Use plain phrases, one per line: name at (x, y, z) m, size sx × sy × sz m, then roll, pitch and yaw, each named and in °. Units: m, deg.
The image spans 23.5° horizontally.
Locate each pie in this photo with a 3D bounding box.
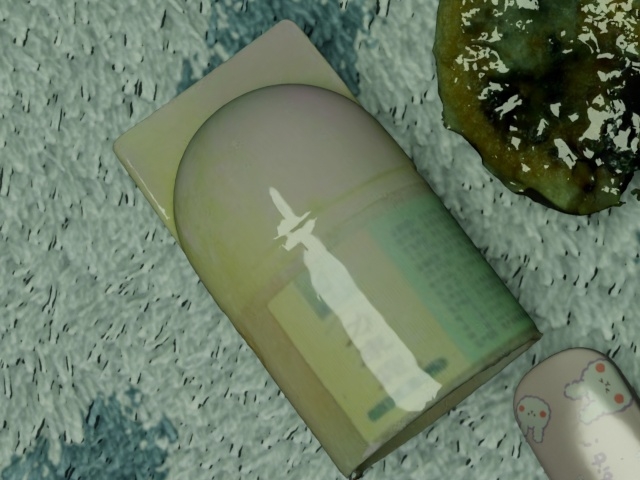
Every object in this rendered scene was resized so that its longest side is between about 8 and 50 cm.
pie at (0.250, -0.218, 1.471) m, size 0.296 × 0.078 × 0.371 m, roll 27°, pitch 103°, yaw 28°

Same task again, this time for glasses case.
glasses case at (0.294, 0.240, 1.470) m, size 0.113 × 0.075 × 0.296 m, roll -35°, pitch 78°, yaw 15°

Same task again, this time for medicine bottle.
medicine bottle at (0.000, 0.000, 1.484) m, size 0.236 × 0.236 × 0.406 m, roll -39°, pitch 79°, yaw 13°
